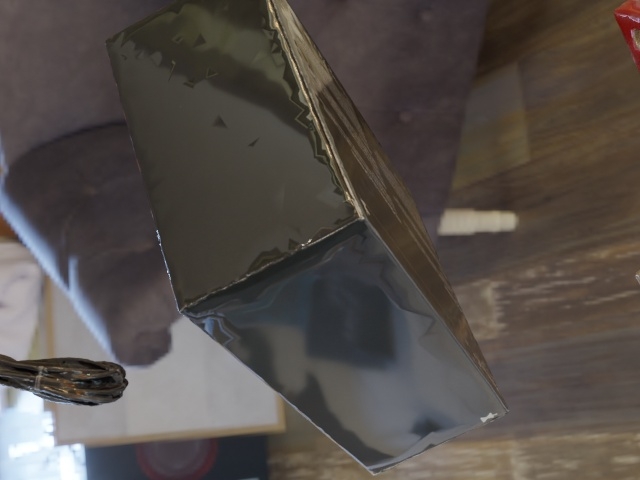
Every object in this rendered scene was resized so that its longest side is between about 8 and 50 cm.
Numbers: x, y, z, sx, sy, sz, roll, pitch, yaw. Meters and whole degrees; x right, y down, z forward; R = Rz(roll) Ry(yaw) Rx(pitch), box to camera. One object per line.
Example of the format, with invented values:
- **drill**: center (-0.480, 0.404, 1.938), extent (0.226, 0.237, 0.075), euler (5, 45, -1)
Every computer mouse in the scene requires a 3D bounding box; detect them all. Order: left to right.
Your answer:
- **computer mouse**: center (-0.187, 0.067, 0.573), extent (0.242, 0.071, 0.041), euler (3, 85, 40)

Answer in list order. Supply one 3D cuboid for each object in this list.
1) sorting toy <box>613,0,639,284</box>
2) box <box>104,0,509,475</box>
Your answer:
- **sorting toy**: center (0.165, 0.040, 0.392), extent (0.274, 0.046, 0.132), euler (58, 171, -32)
- **box**: center (0.000, 0.000, 0.662), extent (0.103, 0.261, 0.184), euler (-29, 55, 8)
